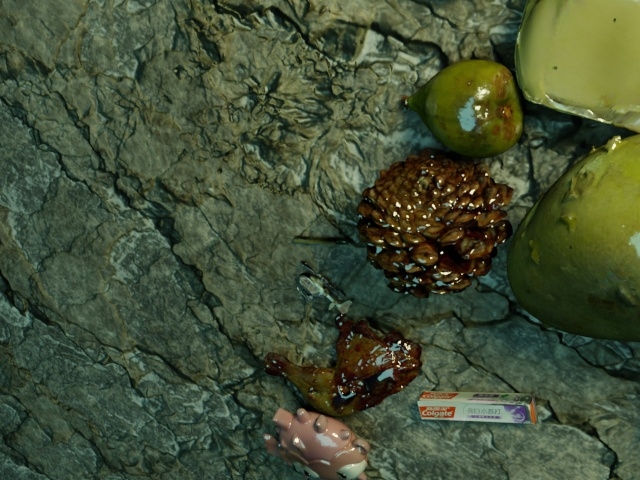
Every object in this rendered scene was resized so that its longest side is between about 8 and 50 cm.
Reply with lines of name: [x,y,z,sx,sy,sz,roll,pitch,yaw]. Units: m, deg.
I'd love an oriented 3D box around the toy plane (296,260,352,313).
toy plane: [0.001,0.088,1.257,0.121,0.031,0.049,42,117,10]

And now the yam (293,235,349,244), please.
yam: [0.000,0.000,1.225,0.107,0.014,0.014,4,114,28]

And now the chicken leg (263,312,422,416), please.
chicken leg: [0.037,0.231,1.280,0.323,0.083,0.177,-33,85,34]

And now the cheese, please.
cheese: [0.370,-0.285,0.829,0.260,0.128,0.315,15,127,18]

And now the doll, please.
doll: [-0.009,0.393,1.358,0.262,0.093,0.211,-8,123,37]

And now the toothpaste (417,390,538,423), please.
toothpaste: [0.262,0.281,1.196,0.196,0.040,0.047,-6,107,31]

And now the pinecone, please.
pinecone: [0.159,-0.017,1.022,0.222,0.221,0.221,12,117,24]

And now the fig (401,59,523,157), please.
fig: [0.181,-0.174,0.982,0.185,0.126,0.133,-7,127,32]

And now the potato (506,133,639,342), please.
potato: [0.370,0.008,0.870,0.270,0.219,0.359,46,151,-15]
